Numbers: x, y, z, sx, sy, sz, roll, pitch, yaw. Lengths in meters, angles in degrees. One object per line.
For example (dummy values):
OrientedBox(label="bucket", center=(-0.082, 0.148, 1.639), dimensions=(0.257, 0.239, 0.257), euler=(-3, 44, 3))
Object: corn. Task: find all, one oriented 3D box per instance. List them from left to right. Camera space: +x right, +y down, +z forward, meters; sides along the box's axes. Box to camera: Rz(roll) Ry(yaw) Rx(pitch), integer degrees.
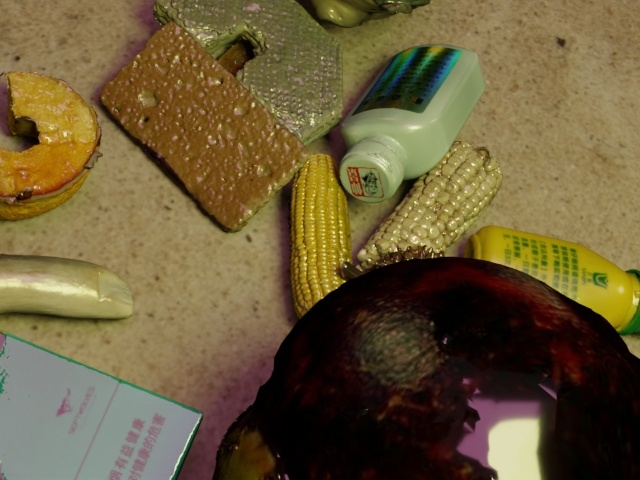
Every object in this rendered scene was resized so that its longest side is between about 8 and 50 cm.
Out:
OrientedBox(label="corn", center=(0.000, 0.000, 1.301), dimensions=(0.072, 0.072, 0.203), euler=(4, 58, -13))
OrientedBox(label="corn", center=(0.123, -0.026, 1.341), dimensions=(0.087, 0.087, 0.211), euler=(36, 58, 9))

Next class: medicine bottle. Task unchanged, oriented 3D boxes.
OrientedBox(label="medicine bottle", center=(0.093, -0.131, 1.368), dimensions=(0.121, 0.083, 0.229), euler=(2, 37, 30))
OrientedBox(label="medicine bottle", center=(0.305, 0.061, 1.340), dimensions=(0.309, 0.076, 0.111), euler=(12, 67, -7))

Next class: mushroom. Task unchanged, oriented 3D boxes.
OrientedBox(label="mushroom", center=(-0.286, 0.050, 1.196), dimensions=(0.209, 0.071, 0.084), euler=(1, 28, -20))

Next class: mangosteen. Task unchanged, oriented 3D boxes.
OrientedBox(label="mangosteen", center=(0.108, 0.227, 1.018), dimensions=(0.381, 0.381, 0.421), euler=(28, 69, 3))

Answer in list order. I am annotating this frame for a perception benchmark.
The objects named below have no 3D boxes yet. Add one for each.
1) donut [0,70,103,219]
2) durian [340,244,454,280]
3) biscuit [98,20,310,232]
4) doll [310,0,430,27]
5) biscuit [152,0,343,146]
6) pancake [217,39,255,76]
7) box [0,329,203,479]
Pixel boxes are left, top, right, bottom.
OrientedBox(label="donut", center=(-0.308, -0.088, 1.278), dimensions=(0.146, 0.078, 0.181), euler=(31, 50, 4))
OrientedBox(label="durian", center=(0.100, 0.076, 1.232), dimensions=(0.188, 0.091, 0.148), euler=(35, 84, -8))
OrientedBox(label="biscuit", center=(-0.129, -0.125, 1.341), dimensions=(0.131, 0.025, 0.231), euler=(-44, 75, 1))
OrientedBox(label="doll", center=(0.063, -0.382, 1.451), dimensions=(0.247, 0.247, 0.349), euler=(8, 29, -10))
OrientedBox(label="biscuit", center=(-0.064, -0.220, 1.404), dimensions=(0.147, 0.046, 0.250), euler=(-35, 75, -30))
OrientedBox(label="pancake", center=(-0.051, -0.181, 1.429), dimensions=(0.158, 0.028, 0.158), euler=(7, 58, -11))
OrientedBox(label="box", center=(-0.241, 0.189, 1.119), dimensions=(0.226, 0.042, 0.160), euler=(22, 68, 0))
